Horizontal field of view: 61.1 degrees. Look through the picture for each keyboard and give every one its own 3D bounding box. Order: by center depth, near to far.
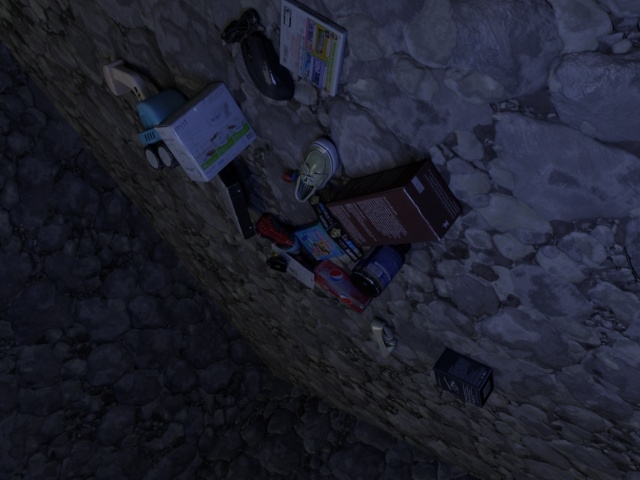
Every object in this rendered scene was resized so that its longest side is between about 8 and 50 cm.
[{"bbox_3d":[-0.191,0.095,2.362,0.100,0.038,0.192,18,164,-1],"label":"keyboard"}]

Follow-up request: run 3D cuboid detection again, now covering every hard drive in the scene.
[{"bbox_3d":[-0.372,-0.186,2.261,0.237,0.064,0.339,56,166,33],"label":"hard drive"}]

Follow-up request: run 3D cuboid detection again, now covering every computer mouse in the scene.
[{"bbox_3d":[-0.181,-0.511,1.577,0.188,0.072,0.272,-1,132,54],"label":"computer mouse"}]

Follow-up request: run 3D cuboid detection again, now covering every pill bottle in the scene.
[{"bbox_3d":[0.202,0.072,1.783,0.122,0.219,0.123,33,153,19],"label":"pill bottle"},{"bbox_3d":[-0.100,0.121,2.434,0.160,0.087,0.087,37,154,10],"label":"pill bottle"}]

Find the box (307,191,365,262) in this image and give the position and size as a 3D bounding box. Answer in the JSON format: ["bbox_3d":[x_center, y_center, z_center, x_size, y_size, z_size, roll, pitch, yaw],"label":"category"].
[{"bbox_3d":[0.056,-0.044,1.846,0.220,0.051,0.175,46,-168,-46],"label":"box"}]

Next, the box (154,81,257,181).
[{"bbox_3d":[-0.388,-0.373,1.865,0.126,0.262,0.231,9,141,49],"label":"box"}]

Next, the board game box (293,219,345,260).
[{"bbox_3d":[0.000,0.000,2.151,0.160,0.047,0.210,49,154,-14],"label":"board game box"}]

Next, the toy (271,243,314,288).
[{"bbox_3d":[-0.108,0.098,2.334,0.237,0.056,0.137,33,153,17],"label":"toy"}]

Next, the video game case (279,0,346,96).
[{"bbox_3d":[-0.025,-0.505,1.427,0.193,0.023,0.212,35,153,14],"label":"video game case"}]

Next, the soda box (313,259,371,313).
[{"bbox_3d":[0.093,0.189,2.276,0.263,0.083,0.092,35,154,15],"label":"soda box"}]

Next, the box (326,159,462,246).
[{"bbox_3d":[0.206,-0.099,1.610,0.191,0.143,0.381,52,154,-19],"label":"box"}]

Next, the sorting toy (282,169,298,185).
[{"bbox_3d":[-0.089,-0.226,1.943,0.102,0.042,0.061,22,166,13],"label":"sorting toy"}]

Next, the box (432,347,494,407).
[{"bbox_3d":[0.564,0.541,2.141,0.207,0.108,0.153,22,149,36],"label":"box"}]

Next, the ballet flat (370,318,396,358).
[{"bbox_3d":[0.292,0.443,2.413,0.086,0.086,0.248,15,143,43],"label":"ballet flat"}]

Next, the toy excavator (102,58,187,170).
[{"bbox_3d":[-0.649,-0.518,2.119,0.433,0.222,0.445,4,122,53],"label":"toy excavator"}]

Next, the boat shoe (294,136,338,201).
[{"bbox_3d":[-0.017,-0.218,1.780,0.109,0.094,0.302,37,154,10],"label":"boat shoe"}]

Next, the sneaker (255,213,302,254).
[{"bbox_3d":[-0.178,-0.014,2.309,0.262,0.104,0.125,40,-179,37],"label":"sneaker"}]
